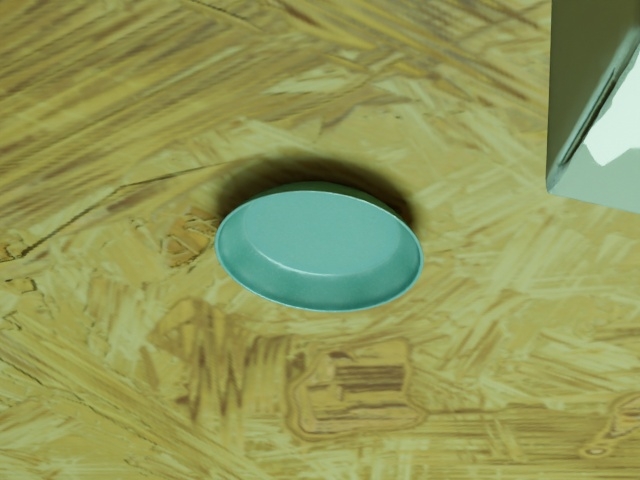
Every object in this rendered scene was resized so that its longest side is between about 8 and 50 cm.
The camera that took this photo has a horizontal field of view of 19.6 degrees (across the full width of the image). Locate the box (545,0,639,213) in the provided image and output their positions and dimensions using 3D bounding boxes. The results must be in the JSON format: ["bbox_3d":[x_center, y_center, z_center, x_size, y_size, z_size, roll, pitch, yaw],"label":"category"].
[{"bbox_3d":[0.263,-0.074,0.803,0.311,0.148,0.121,13,145,-7],"label":"box"}]

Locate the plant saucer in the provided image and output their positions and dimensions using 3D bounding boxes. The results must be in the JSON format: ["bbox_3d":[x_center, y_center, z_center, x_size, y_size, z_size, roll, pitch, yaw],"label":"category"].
[{"bbox_3d":[0.000,0.000,1.055,0.119,0.021,0.119,5,144,3],"label":"plant saucer"}]
